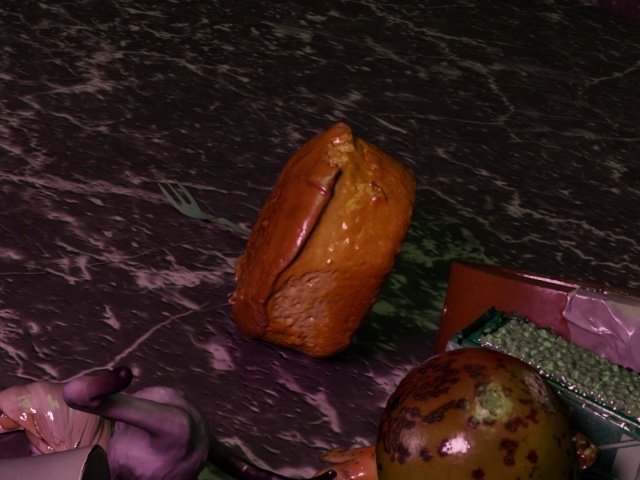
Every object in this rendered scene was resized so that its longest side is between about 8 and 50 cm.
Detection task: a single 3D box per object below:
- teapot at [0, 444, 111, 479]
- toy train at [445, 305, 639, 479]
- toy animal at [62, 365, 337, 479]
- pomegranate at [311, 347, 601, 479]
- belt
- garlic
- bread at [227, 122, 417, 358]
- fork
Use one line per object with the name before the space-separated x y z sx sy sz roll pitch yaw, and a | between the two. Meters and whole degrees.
teapot | -0.245 0.232 1.211 0.149 0.162 0.239 1 19 4
toy train | 0.229 0.177 1.522 0.269 0.154 0.115 26 26 26
toy animal | -0.127 0.166 1.299 0.195 0.090 0.324 -7 -33 35
pomegranate | 0.122 0.199 1.416 0.198 0.198 0.246 -11 -3 -41
belt | 0.294 0.102 1.665 0.339 0.122 0.217 12 4 18
garlic | -0.239 0.164 1.427 0.113 0.074 0.094 16 10 -31
bread | 0.000 0.000 1.676 0.146 0.268 0.268 24 23 -10
fork | -0.113 -0.015 1.927 0.235 0.021 0.039 32 35 32
